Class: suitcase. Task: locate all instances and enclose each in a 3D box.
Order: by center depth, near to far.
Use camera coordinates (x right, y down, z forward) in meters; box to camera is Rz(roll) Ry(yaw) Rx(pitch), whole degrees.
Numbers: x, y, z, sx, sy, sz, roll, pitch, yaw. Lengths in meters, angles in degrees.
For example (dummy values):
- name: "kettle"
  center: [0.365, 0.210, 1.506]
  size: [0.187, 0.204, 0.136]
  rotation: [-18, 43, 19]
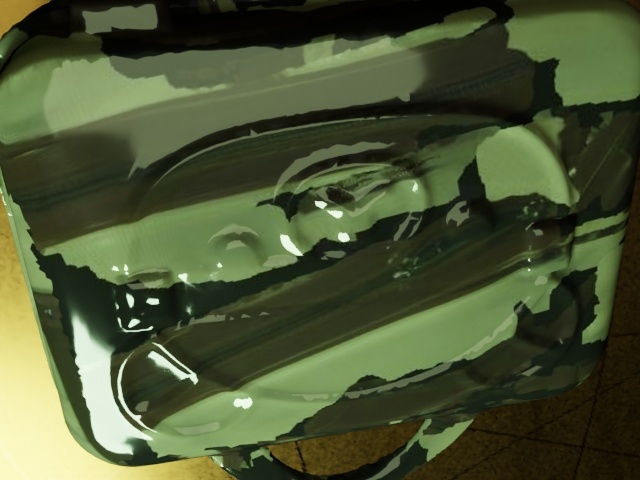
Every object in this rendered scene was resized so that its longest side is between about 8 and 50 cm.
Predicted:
- name: "suitcase"
  center: [0.000, 0.000, 0.509]
  size: [0.352, 0.194, 0.339]
  rotation: [-8, 119, -8]
